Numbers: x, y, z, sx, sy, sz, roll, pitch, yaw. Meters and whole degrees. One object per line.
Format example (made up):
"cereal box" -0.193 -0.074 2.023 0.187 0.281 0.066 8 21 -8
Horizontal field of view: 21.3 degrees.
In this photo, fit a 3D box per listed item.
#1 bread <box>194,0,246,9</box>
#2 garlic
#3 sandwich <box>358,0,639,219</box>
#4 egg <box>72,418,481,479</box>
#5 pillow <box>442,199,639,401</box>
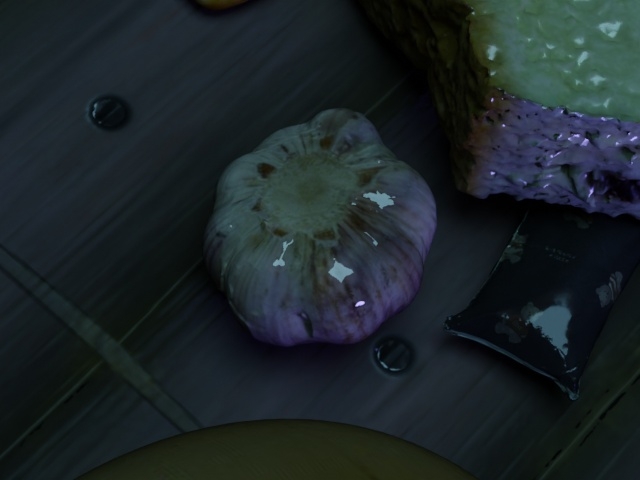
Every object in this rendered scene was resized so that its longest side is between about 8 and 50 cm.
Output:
"bread" -0.087 -0.260 1.188 0.116 0.077 0.200 -31 72 -30
"garlic" 0.000 0.000 1.050 0.147 0.102 0.159 -9 52 2
"sandwich" 0.179 -0.149 1.114 0.262 0.131 0.325 -14 54 -17
"egg" -0.045 0.245 0.801 0.374 0.301 0.301 -27 70 -18
"pillow" 0.152 0.023 1.087 0.090 0.048 0.150 19 58 25
